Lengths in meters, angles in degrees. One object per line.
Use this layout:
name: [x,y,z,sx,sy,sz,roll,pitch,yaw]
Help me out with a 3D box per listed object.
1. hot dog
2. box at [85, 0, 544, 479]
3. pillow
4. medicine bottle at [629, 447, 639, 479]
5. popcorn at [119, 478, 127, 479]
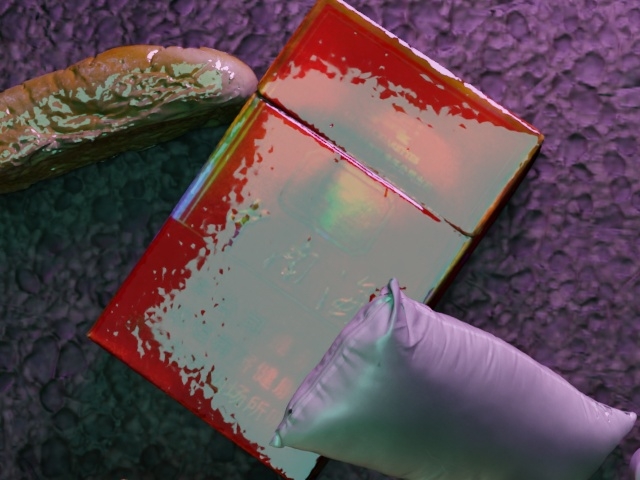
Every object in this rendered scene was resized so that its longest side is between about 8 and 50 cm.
hot dog: [-0.168,-0.102,1.205,0.243,0.084,0.073,-18,85,6]
box: [-0.001,0.000,1.178,0.197,0.089,0.313,34,90,9]
pillow: [0.099,0.134,1.121,0.254,0.078,0.144,29,92,-29]
medicine bottle: [0.362,0.259,1.103,0.179,0.124,0.324,-29,85,4]
popcorn: [-0.147,0.281,1.101,0.332,0.265,0.225,22,53,42]
